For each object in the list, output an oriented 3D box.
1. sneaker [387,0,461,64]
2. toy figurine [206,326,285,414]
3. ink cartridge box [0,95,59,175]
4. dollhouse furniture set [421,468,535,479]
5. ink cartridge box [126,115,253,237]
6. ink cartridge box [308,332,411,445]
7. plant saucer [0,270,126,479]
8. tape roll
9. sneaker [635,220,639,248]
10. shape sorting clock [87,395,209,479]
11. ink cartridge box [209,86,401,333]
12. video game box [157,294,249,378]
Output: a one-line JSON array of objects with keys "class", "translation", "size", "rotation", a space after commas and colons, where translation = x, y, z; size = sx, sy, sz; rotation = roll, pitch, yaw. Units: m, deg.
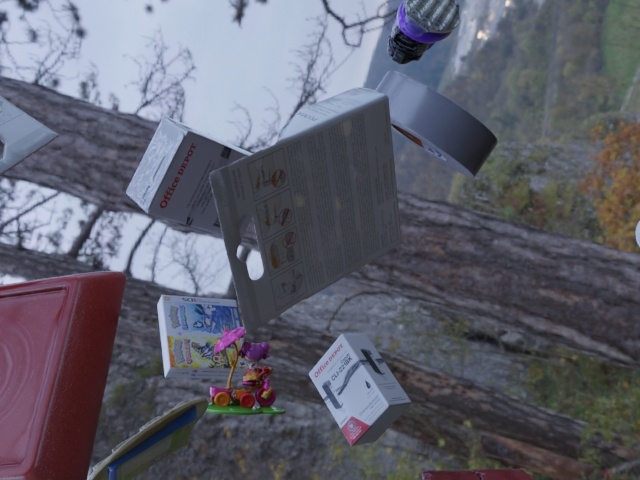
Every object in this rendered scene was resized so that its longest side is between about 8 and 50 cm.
[{"class": "sneaker", "translation": [0.180, -0.388, 1.236], "size": [0.146, 0.102, 0.293], "rotation": [-51, 4, 31]}, {"class": "toy figurine", "translation": [-0.144, 0.247, 1.266], "size": [0.130, 0.173, 0.159], "rotation": [157, 119, -72]}, {"class": "ink cartridge box", "translation": [-0.478, -0.138, 0.775], "size": [0.060, 0.239, 0.275], "rotation": [-48, 14, 22]}, {"class": "dollhouse furniture set", "translation": [0.223, 0.439, 0.775], "size": [0.374, 0.152, 0.201], "rotation": [-90, -2, -85]}, {"class": "ink cartridge box", "translation": [-0.279, -0.143, 1.574], "size": [0.289, 0.121, 0.211], "rotation": [20, -78, -48]}, {"class": "ink cartridge box", "translation": [0.112, 0.439, 1.975], "size": [0.197, 0.114, 0.273], "rotation": [-54, 51, 25]}, {"class": "plant saucer", "translation": [-0.341, 0.143, 0.655], "size": [0.047, 0.259, 0.258], "rotation": [67, -161, -52]}, {"class": "tape roll", "translation": [0.184, -0.193, 1.102], "size": [0.072, 0.219, 0.219], "rotation": [-56, 0, 6]}, {"class": "sneaker", "translation": [0.835, 0.024, 1.223], "size": [0.169, 0.448, 0.257], "rotation": [-44, -26, -24]}, {"class": "shape sorting clock", "translation": [-0.252, 0.297, 0.968], "size": [0.206, 0.040, 0.206], "rotation": [-33, -18, -12]}, {"class": "ink cartridge box", "translation": [-0.015, -0.038, 0.701], "size": [0.232, 0.066, 0.189], "rotation": [-26, -56, -28]}, {"class": "video game box", "translation": [-0.270, 0.219, 1.511], "size": [0.048, 0.187, 0.205], "rotation": [-62, 34, 39]}]
